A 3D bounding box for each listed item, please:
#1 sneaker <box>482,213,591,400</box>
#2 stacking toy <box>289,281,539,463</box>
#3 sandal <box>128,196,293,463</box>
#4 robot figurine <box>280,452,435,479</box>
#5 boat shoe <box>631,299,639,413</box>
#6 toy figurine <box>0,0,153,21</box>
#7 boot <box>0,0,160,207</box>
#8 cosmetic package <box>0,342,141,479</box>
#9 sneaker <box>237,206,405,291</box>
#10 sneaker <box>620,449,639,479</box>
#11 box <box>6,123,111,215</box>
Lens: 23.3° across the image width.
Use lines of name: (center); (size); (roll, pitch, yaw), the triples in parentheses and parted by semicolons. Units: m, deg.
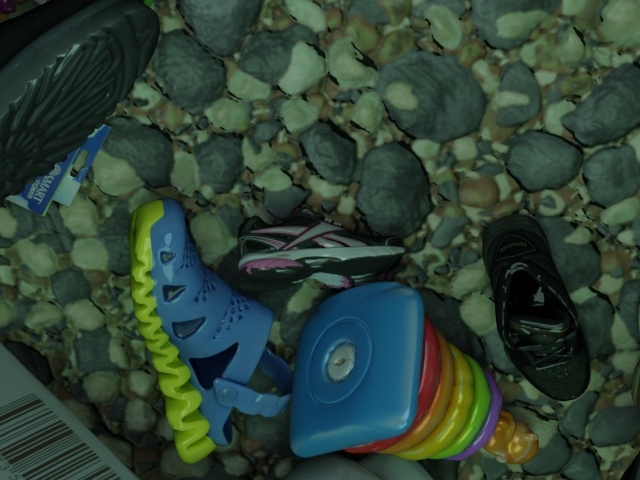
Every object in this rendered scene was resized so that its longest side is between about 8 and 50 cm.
sneaker: (0.223, 0.097, 1.574); (0.087, 0.130, 0.227); (-14, 123, 10)
stacking toy: (0.126, 0.172, 1.616); (0.302, 0.165, 0.175); (27, 147, -36)
sandal: (-0.111, 0.084, 1.575); (0.138, 0.126, 0.317); (-12, 129, 3)
robot figurine: (-0.017, 0.362, 1.616); (0.200, 0.353, 0.300); (47, 151, 7)
boat shoe: (0.367, 0.117, 1.619); (0.068, 0.072, 0.190); (-2, 122, 0)
toy figurine: (-0.254, -0.202, 1.405); (0.159, 0.130, 0.173); (33, 94, -9)
boot: (-0.412, -0.203, 1.303); (0.445, 0.367, 0.146); (41, 160, 16)
cosmetic package: (-0.400, 0.373, 1.550); (0.329, 0.327, 0.393); (40, 119, 15)
sneaker: (0.000, 0.000, 1.547); (0.178, 0.077, 0.072); (-1, 153, -25)
sneaker: (0.439, 0.165, 1.604); (0.341, 0.139, 0.125); (-35, 84, -12)
box: (-0.305, -0.099, 1.497); (0.178, 0.042, 0.109); (25, 119, -14)
